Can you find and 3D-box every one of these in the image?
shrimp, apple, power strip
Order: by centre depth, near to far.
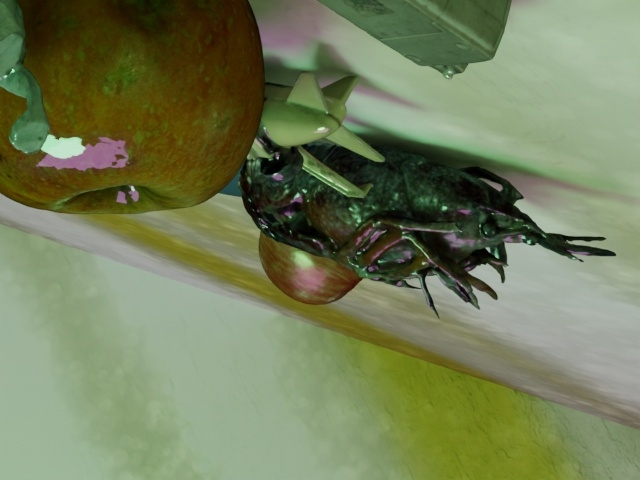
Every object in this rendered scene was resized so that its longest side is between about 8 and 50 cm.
[{"bbox_3d":[0.004,-0.174,0.675,0.272,0.052,0.078,26,166,-36],"label":"power strip"},{"bbox_3d":[-0.153,-0.127,0.845,0.237,0.207,0.237,-1,174,0],"label":"apple"},{"bbox_3d":[0.098,-0.025,1.133,0.372,0.137,0.172,20,-147,17],"label":"shrimp"},{"bbox_3d":[0.000,0.000,1.332,0.131,0.146,0.146,40,170,3],"label":"apple"}]

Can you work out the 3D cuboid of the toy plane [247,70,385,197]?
[{"bbox_3d":[-0.060,-0.107,1.028,0.244,0.092,0.229,3,146,45],"label":"toy plane"}]

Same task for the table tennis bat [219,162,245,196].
[{"bbox_3d":[-0.138,-0.097,1.331,0.215,0.044,0.329,21,171,-14],"label":"table tennis bat"}]

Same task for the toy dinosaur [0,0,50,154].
[{"bbox_3d":[-0.175,-0.129,0.677,0.383,0.129,0.076,-31,167,40],"label":"toy dinosaur"}]
